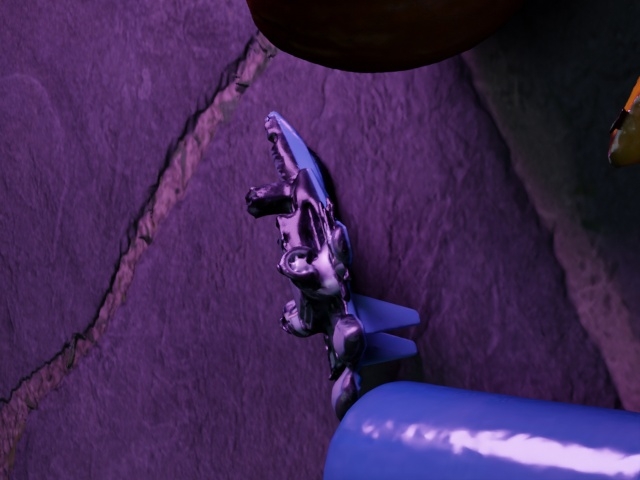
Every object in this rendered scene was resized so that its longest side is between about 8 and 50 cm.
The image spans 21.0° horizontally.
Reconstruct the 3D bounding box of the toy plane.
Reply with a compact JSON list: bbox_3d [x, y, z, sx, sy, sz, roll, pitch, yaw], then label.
[{"bbox_3d":[-0.008,0.002,1.224,0.169,0.078,0.246,91,156,-55],"label":"toy plane"}]

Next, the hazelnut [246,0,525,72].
[{"bbox_3d":[0.037,-0.220,1.049,0.218,0.218,0.234,-21,77,51],"label":"hazelnut"}]

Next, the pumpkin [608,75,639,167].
[{"bbox_3d":[0.260,-0.140,0.878,0.130,0.149,0.254,26,116,1],"label":"pumpkin"}]

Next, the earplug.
[{"bbox_3d":[0.140,0.153,1.019,0.273,0.132,0.132,-3,91,48],"label":"earplug"}]
